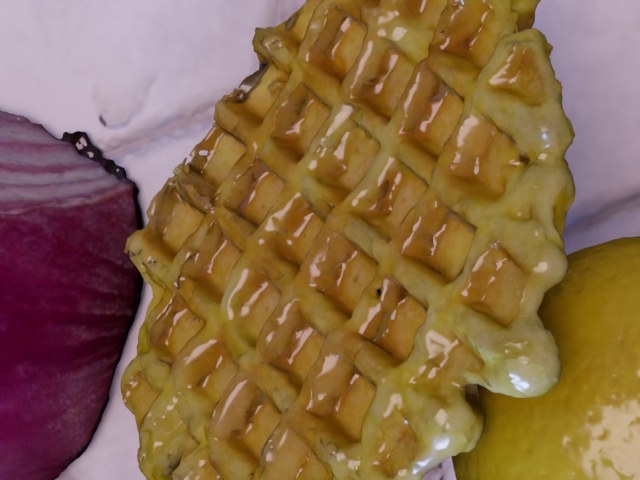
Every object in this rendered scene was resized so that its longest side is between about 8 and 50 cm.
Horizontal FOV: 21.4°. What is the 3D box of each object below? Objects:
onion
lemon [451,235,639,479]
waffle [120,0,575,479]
[{"bbox_3d":[-0.241,0.036,0.960,0.250,0.111,0.247,21,99,14],"label":"onion"},{"bbox_3d":[0.150,0.094,0.803,0.178,0.178,0.203,42,107,10],"label":"lemon"},{"bbox_3d":[0.003,0.001,0.838,0.312,0.060,0.307,-32,51,34],"label":"waffle"}]
